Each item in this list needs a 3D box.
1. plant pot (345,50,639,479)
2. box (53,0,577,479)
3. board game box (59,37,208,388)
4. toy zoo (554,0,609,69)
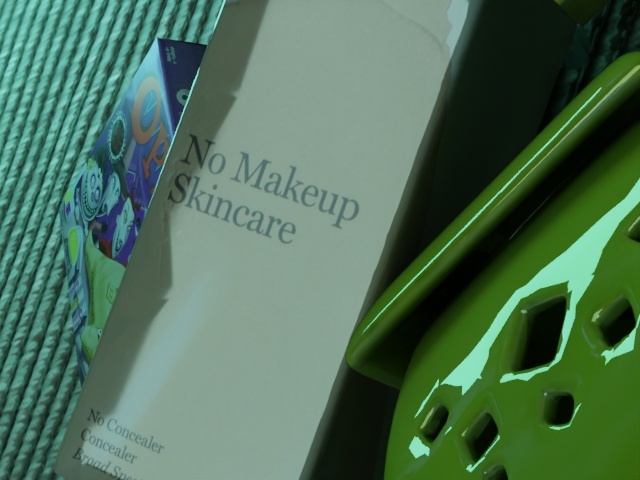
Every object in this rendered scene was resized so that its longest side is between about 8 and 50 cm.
[{"bbox_3d":[0.157,0.069,0.680,0.228,0.227,0.207,-48,39,25],"label":"plant pot"},{"bbox_3d":[0.000,0.000,0.819,0.148,0.121,0.311,18,89,29],"label":"box"},{"bbox_3d":[-0.102,0.066,1.050,0.208,0.056,0.347,-48,44,43],"label":"board game box"},{"bbox_3d":[0.084,-0.192,0.949,0.192,0.030,0.293,-36,49,6],"label":"toy zoo"}]
